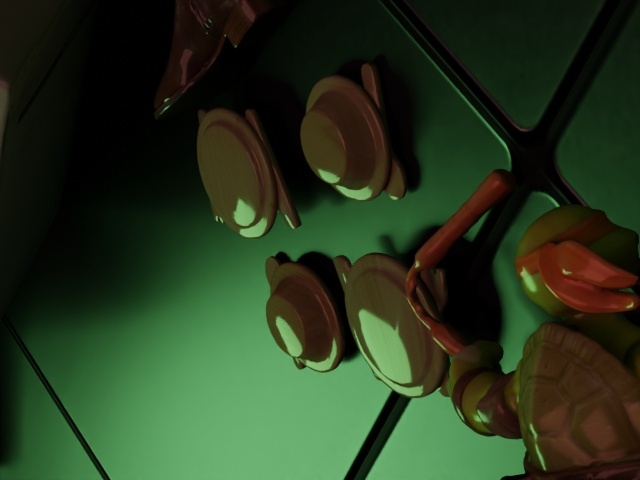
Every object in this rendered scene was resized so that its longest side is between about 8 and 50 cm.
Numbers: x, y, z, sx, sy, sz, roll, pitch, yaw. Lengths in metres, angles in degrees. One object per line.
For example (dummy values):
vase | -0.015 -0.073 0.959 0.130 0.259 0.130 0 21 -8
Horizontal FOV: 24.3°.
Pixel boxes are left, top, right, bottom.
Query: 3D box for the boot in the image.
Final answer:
boot | -0.069 -0.124 0.668 0.106 0.037 0.114 -40 77 43

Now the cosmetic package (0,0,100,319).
cosmetic package | -0.247 -0.084 0.770 0.224 0.138 0.224 21 138 -2

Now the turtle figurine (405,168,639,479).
turtle figurine | 0.112 0.075 0.470 0.269 0.087 0.217 -18 93 58

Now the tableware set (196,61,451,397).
tableware set | 0.000 0.000 0.658 0.169 0.020 0.141 -4 105 58
